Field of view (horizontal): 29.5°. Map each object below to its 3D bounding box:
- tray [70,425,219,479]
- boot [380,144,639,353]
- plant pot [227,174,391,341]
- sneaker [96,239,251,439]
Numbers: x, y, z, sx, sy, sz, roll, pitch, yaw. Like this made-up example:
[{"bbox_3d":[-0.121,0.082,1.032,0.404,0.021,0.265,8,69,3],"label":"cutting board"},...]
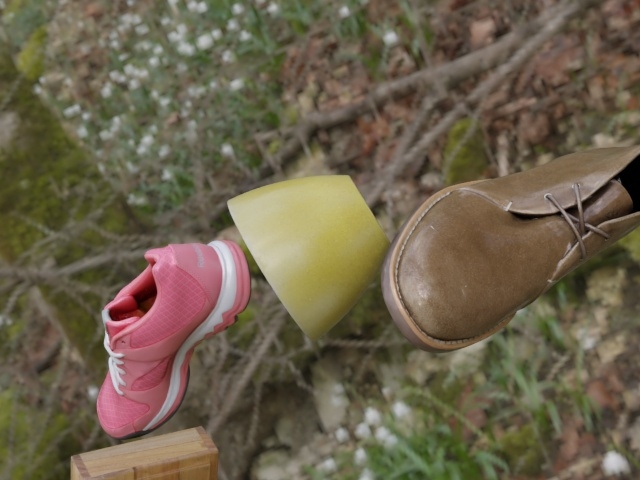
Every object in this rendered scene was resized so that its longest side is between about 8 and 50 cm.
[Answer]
[{"bbox_3d":[-0.266,0.487,1.826,0.202,0.411,0.076,-9,31,-26],"label":"tray"},{"bbox_3d":[0.166,-0.013,0.913,0.305,0.112,0.115,-28,1,-41],"label":"boot"},{"bbox_3d":[0.000,0.000,0.981,0.095,0.134,0.134,-32,12,2],"label":"plant pot"},{"bbox_3d":[-0.211,0.111,1.430,0.136,0.116,0.314,9,-53,-38],"label":"sneaker"}]
